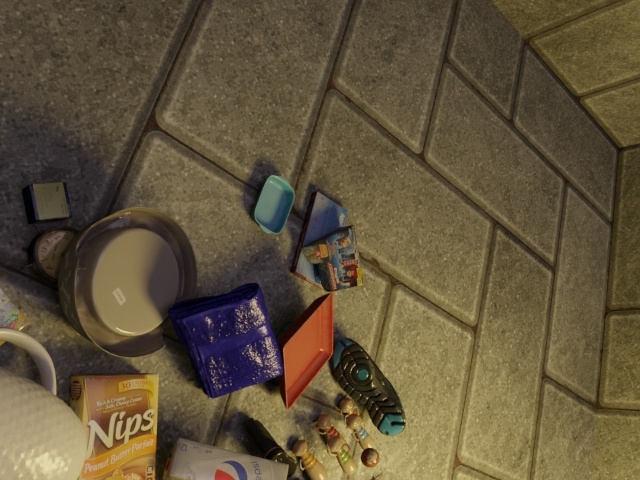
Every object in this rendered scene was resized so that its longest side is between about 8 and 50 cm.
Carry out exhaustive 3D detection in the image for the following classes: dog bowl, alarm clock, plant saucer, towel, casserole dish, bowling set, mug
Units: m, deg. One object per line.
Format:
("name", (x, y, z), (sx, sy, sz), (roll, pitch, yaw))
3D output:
("dog bowl", (-0.449, 0.095, 1.488), (0.349, 0.102, 0.349), (-1, 91, -54))
("alarm clock", (-0.579, 0.040, 1.459), (0.192, 0.064, 0.129), (21, 68, -35))
("plant saucer", (-0.047, 0.306, 1.811), (0.259, 0.047, 0.258), (-46, 145, -44))
("towel", (-0.225, 0.259, 1.580), (0.227, 0.076, 0.308), (-15, 127, -3))
("casserole dish", (-0.144, -0.105, 1.890), (0.114, 0.037, 0.188), (35, 61, -32))
("bowling set", (0.079, 0.575, 1.859), (0.287, 0.200, 0.154), (-43, 109, -42))
("mug", (-0.632, 0.345, 1.235), (0.328, 0.276, 0.374), (38, 38, -43))

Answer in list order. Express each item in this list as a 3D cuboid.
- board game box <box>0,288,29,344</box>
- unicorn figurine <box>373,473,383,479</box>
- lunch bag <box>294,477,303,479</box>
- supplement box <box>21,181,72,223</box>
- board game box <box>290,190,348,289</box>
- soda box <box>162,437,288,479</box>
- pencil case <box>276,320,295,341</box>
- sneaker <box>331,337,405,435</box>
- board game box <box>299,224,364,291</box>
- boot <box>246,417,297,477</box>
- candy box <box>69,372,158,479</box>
("board game box", (-0.712, 0.184, 1.338), (0.154, 0.026, 0.103), (-46, 112, -37))
("unicorn figurine", (0.182, 0.813, 1.972), (0.060, 0.111, 0.162), (44, 70, -39))
("lunch bag", (-0.040, 0.747, 1.780), (0.151, 0.096, 0.129), (41, 58, -40))
("supplement box", (-0.622, -0.086, 1.449), (0.083, 0.056, 0.083), (-11, 89, -42))
("board game box", (0.000, 0.000, 2.004), (0.145, 0.027, 0.281), (31, 63, -33))
("soda box", (-0.229, 0.566, 1.549), (0.286, 0.098, 0.091), (20, 55, -15))
("pencil case", (-0.104, 0.303, 1.825), (0.064, 0.070, 0.152), (50, 53, -23))
("sneaker", (0.148, 0.452, 2.009), (0.341, 0.125, 0.139), (59, 12, -4))
("board game box", (0.033, 0.058, 1.964), (0.194, 0.060, 0.194), (-8, 87, -41))
("boot", (-0.135, 0.573, 1.749), (0.077, 0.137, 0.198), (-31, 143, -19))
("candy box", (-0.475, 0.465, 1.453), (0.183, 0.087, 0.316), (8, 78, -40))
